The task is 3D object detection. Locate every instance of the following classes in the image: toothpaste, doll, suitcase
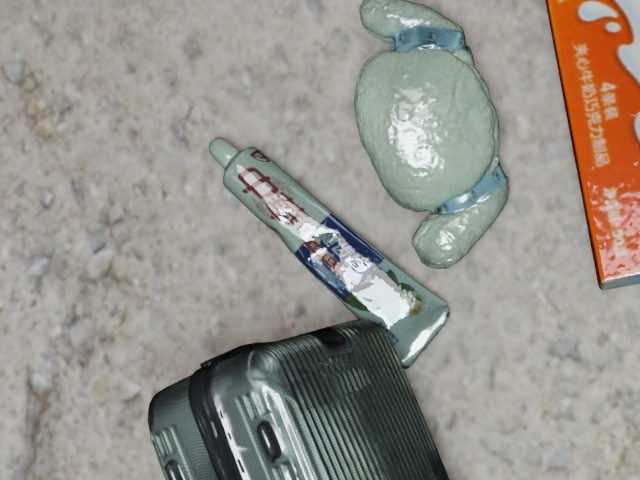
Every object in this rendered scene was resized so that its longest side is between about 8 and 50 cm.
[{"bbox_3d":[0.000,0.000,1.049,0.233,0.038,0.060,42,97,7],"label":"toothpaste"},{"bbox_3d":[0.081,-0.086,1.020,0.103,0.071,0.214,-16,87,10],"label":"doll"},{"bbox_3d":[0.015,0.213,0.948,0.128,0.202,0.312,-26,81,28],"label":"suitcase"}]

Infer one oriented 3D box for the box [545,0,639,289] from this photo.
[{"bbox_3d":[0.308,-0.119,0.980,0.265,0.048,0.273,-11,77,9],"label":"box"}]
